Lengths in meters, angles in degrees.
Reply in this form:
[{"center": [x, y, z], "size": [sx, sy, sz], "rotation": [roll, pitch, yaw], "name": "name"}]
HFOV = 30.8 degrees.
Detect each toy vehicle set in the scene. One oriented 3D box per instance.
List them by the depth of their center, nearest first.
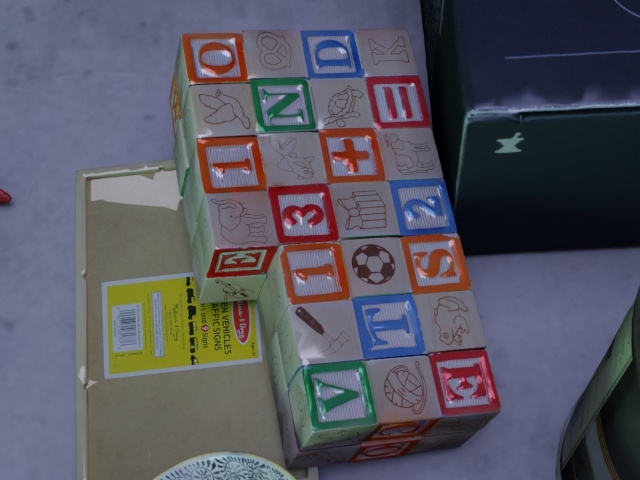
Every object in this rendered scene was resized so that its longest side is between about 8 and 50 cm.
[{"center": [-0.093, 0.063, 0.849], "size": [0.166, 0.035, 0.266], "rotation": [-5, 65, 0], "name": "toy vehicle set"}]

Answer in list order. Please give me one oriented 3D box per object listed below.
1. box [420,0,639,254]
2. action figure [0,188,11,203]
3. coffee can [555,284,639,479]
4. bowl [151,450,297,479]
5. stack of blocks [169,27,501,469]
[{"center": [0.227, -0.212, 0.870], "size": [0.294, 0.212, 0.395], "rotation": [-2, 64, 1], "name": "box"}, {"center": [-0.287, 0.072, 0.820], "size": [0.139, 0.091, 0.280], "rotation": [19, 67, 20], "name": "action figure"}, {"center": [0.259, 0.109, 0.682], "size": [0.202, 0.275, 0.201], "rotation": [-1, 65, 2], "name": "coffee can"}, {"center": [-0.055, 0.226, 0.734], "size": [0.170, 0.080, 0.170], "rotation": [-14, 55, 22], "name": "bowl"}, {"center": [0.000, 0.000, 0.809], "size": [0.171, 0.087, 0.297], "rotation": [-4, 65, -16], "name": "stack of blocks"}]
